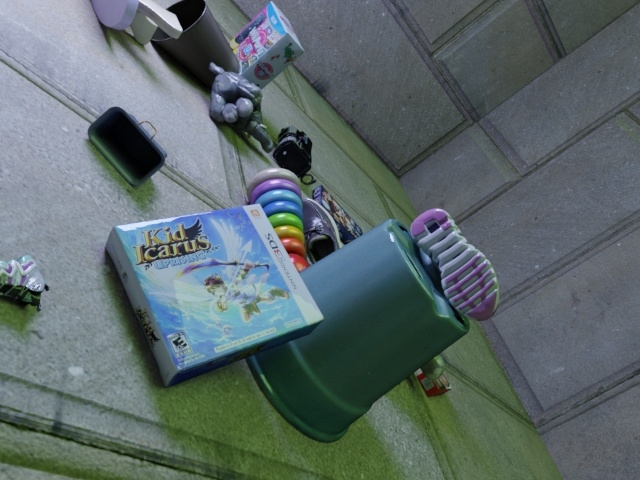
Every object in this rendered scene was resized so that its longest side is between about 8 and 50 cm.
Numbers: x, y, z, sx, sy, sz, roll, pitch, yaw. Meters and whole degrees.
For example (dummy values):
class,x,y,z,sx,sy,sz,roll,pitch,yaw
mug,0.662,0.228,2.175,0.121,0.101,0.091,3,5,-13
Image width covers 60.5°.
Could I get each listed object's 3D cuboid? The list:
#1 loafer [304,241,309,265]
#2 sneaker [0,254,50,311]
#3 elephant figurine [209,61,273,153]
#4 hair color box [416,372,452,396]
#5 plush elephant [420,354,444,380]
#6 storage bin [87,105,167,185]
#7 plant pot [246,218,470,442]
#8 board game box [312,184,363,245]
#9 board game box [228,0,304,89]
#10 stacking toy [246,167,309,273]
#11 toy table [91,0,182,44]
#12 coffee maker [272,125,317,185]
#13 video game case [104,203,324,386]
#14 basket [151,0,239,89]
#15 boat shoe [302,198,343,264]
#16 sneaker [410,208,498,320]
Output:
class,x,y,z,sx,sy,sz,roll,pitch,yaw
loafer,-0.062,0.054,1.366,0.056,0.050,0.148,36,40,-36
sneaker,-0.349,0.057,0.631,0.069,0.038,0.098,52,18,-2
elephant figurine,-0.233,-0.392,1.654,0.169,0.186,0.239,13,-3,14
hair color box,0.354,0.440,1.700,0.141,0.043,0.072,23,34,-60
plush elephant,0.233,0.217,1.473,0.330,0.271,0.255,25,3,4
storage bin,-0.346,-0.184,1.026,0.135,0.098,0.091,49,7,-13
plant pot,0.077,0.152,1.056,0.341,0.334,0.341,46,20,-22
board game box,0.064,-0.070,1.930,0.243,0.042,0.165,46,19,-22
board game box,-0.215,-0.582,1.751,0.097,0.303,0.224,36,24,-44
stacking toy,-0.087,-0.018,1.315,0.141,0.141,0.330,35,29,-45
toy table,-0.451,-0.616,1.360,0.161,0.252,0.274,5,61,-47
coffee maker,-0.085,-0.292,1.890,0.178,0.120,0.171,-88,161,-62
video game case,-0.161,0.068,0.866,0.269,0.061,0.244,-13,63,-41
basket,-0.353,-0.566,1.612,0.227,0.204,0.154,47,43,-52
boat shoe,0.000,0.000,1.539,0.285,0.103,0.092,64,15,14
sneaker,0.260,0.049,1.021,0.104,0.095,0.236,43,18,-52
